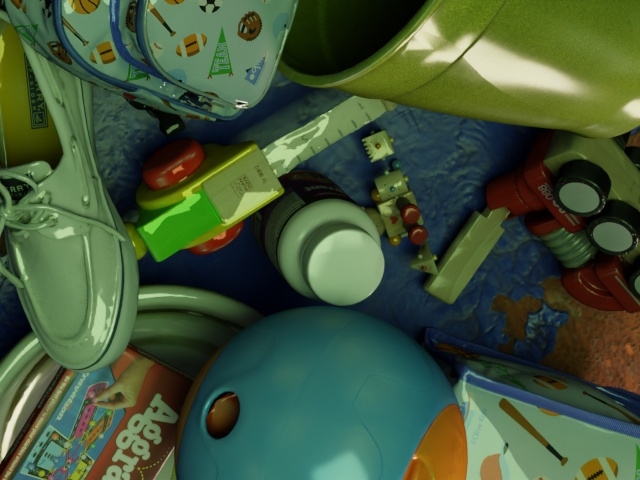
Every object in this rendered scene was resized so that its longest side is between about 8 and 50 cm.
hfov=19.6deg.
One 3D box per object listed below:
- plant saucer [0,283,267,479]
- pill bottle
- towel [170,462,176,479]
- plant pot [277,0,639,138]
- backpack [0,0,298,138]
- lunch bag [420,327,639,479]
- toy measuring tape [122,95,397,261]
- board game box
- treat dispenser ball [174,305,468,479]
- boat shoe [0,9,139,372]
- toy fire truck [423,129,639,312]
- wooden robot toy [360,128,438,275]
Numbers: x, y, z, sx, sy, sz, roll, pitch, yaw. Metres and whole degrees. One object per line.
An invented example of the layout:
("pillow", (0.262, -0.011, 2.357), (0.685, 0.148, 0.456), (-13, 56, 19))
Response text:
("plant saucer", (-0.187, 0.227, 1.975), (0.400, 0.100, 0.400), (-4, 107, -14))
("pill bottle", (0.000, 0.000, 1.908), (0.108, 0.193, 0.108), (-5, 108, -15))
("towel", (-0.113, 0.231, 1.938), (0.083, 0.009, 0.060), (7, 105, -17))
("plant pot", (0.186, -0.264, 1.821), (0.353, 0.366, 0.366), (21, 100, -32))
("backpack", (-0.155, -0.245, 1.736), (0.263, 0.213, 0.277), (14, 90, -37))
("lunch bag", (0.248, 0.313, 2.054), (0.385, 0.239, 0.328), (18, 99, -13))
("toy measuring tape", (-0.079, -0.080, 1.909), (0.330, 0.121, 0.121), (-33, 112, -7))
("board game box", (-0.247, 0.235, 1.893), (0.145, 0.027, 0.281), (29, 97, -22))
("treat dispenser ball", (0.000, 0.208, 1.813), (0.288, 0.288, 0.288), (-4, 107, -14))
("boat shoe", (-0.273, -0.050, 1.775), (0.135, 0.156, 0.367), (-7, 90, 22))
("toy fire truck", (0.256, 0.003, 2.027), (0.217, 0.246, 0.158), (47, 46, -24))
("wooden robot toy", (0.066, -0.028, 1.988), (0.079, 0.076, 0.173), (-21, 111, 3))
